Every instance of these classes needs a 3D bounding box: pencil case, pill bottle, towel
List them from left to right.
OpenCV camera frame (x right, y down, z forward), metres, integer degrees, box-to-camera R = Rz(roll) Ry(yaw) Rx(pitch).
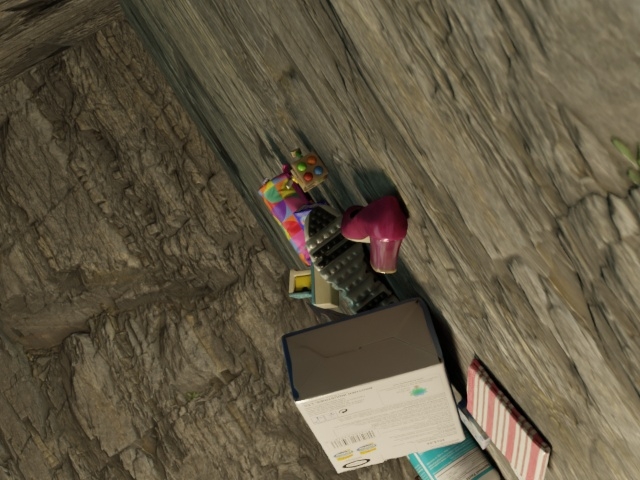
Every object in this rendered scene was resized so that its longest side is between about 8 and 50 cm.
[{"bbox_3d":[-0.051,-0.055,2.032,0.236,0.104,0.104,57,173,6],"label":"pencil case"},{"bbox_3d":[0.288,0.489,1.882,0.264,0.146,0.146,56,173,18],"label":"pill bottle"},{"bbox_3d":[0.299,0.295,1.393,0.197,0.029,0.144,52,163,36],"label":"towel"}]

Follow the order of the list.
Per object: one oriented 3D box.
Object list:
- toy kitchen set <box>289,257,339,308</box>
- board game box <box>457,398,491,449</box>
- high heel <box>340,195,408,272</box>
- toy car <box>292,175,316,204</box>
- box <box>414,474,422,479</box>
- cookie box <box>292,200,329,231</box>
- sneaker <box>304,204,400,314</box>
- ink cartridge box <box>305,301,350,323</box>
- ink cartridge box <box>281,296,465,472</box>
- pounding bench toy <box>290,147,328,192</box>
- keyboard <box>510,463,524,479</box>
[{"bbox_3d":[-0.019,0.102,1.916,0.207,0.166,0.122,29,-124,-65],"label":"toy kitchen set"},{"bbox_3d":[0.305,0.365,1.731,0.090,0.020,0.090,56,173,24],"label":"board game box"},{"bbox_3d":[0.081,-0.045,1.354,0.244,0.082,0.117,-102,15,-70],"label":"high heel"},{"bbox_3d":[-0.029,-0.084,1.929,0.041,0.060,0.122,6,143,42],"label":"toy car"},{"bbox_3d":[0.415,0.783,2.361,0.381,0.143,0.191,63,172,-26],"label":"box"},{"bbox_3d":[0.002,-0.028,1.890,0.092,0.040,0.107,-6,119,56],"label":"cookie box"},{"bbox_3d":[0.058,0.058,1.780,0.292,0.110,0.118,59,-178,-8],"label":"sneaker"},{"bbox_3d":[0.087,0.220,1.941,0.232,0.066,0.189,13,-168,-22],"label":"ink cartridge box"},{"bbox_3d":[0.113,0.297,1.643,0.395,0.270,0.151,67,-171,-50],"label":"ink cartridge box"},{"bbox_3d":[-0.029,-0.144,1.656,0.083,0.052,0.065,57,173,6],"label":"pounding bench toy"},{"bbox_3d":[0.343,0.375,1.543,0.072,0.014,0.256,51,171,41],"label":"keyboard"}]
